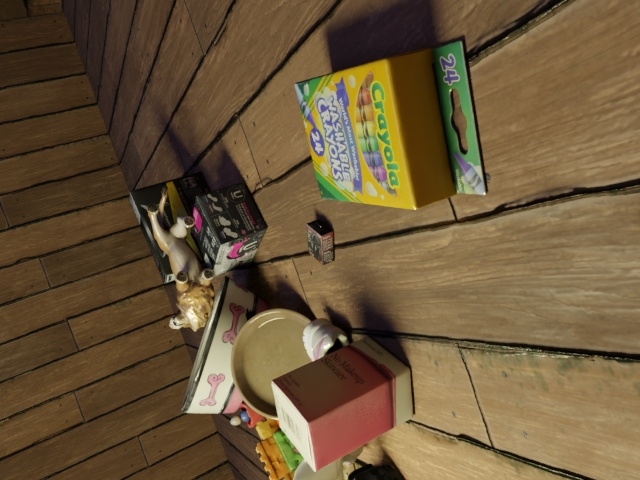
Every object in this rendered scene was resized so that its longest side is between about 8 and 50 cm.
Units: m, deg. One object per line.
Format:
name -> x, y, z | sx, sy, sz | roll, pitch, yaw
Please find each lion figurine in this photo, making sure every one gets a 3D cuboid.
lion figurine -> -0.401, 0.060, 1.588 | 0.240, 0.142, 0.391 | 126, 129, -65

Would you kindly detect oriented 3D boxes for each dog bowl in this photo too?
dog bowl -> -0.275, 0.320, 1.618 | 0.408, 0.151, 0.407 | -161, 90, -80

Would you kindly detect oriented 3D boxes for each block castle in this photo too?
block castle -> -0.084, 0.620, 1.588 | 0.453, 0.213, 0.303 | 58, 152, 24

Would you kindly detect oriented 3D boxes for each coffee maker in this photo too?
coffee maker -> 0.100, 0.607, 1.253 | 0.120, 0.171, 0.178 | 35, 143, 26

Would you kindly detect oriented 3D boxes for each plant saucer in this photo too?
plant saucer -> -0.098, 0.311, 1.394 | 0.277, 0.278, 0.041 | 64, -165, 13

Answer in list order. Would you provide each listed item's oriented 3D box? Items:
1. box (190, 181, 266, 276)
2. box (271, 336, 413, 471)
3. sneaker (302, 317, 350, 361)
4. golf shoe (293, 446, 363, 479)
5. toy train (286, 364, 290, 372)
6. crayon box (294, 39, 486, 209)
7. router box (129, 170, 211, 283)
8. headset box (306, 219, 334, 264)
box -> -0.263, -0.025, 1.546 | 0.163, 0.142, 0.247 | 61, 155, 14
box -> 0.044, 0.309, 1.070 | 0.149, 0.233, 0.126 | 31, 135, 53
sneaker -> 0.037, 0.303, 1.235 | 0.111, 0.103, 0.252 | -4, 106, 66
golf shoe -> 0.005, 0.478, 1.261 | 0.306, 0.115, 0.140 | -10, -93, -71
toy train -> -0.028, 0.387, 1.439 | 0.046, 0.125, 0.166 | -20, 86, 27
crayon box -> 0.085, -0.159, 0.814 | 0.323, 0.083, 0.203 | 13, 120, 60
router box -> -0.441, -0.048, 1.765 | 0.308, 0.243, 0.081 | 63, 154, 14
headset box -> 0.000, 0.000, 1.164 | 0.062, 0.032, 0.083 | 41, 144, 46
